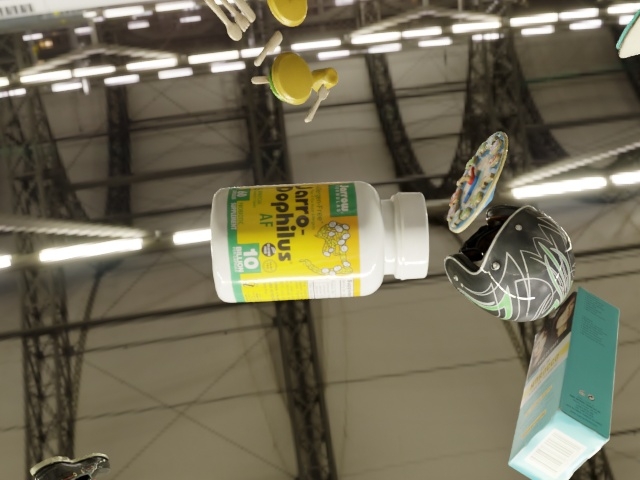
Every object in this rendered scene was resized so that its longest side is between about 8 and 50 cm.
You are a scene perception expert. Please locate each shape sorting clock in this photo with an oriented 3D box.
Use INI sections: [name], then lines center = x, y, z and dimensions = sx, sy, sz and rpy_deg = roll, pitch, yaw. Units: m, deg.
[shape sorting clock]
center = 0.290, -0.110, 1.589
dimensions = 0.040, 0.206, 0.206
rpy_deg = 22, -156, -4

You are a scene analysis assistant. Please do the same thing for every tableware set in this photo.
[tableware set]
center = -0.040, -0.188, 0.768
dimensions = 0.024, 0.154, 0.104
rpy_deg = -9, -137, 47

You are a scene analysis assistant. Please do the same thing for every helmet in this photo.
[helmet]
center = 0.274, 0.033, 1.190
dimensions = 0.169, 0.169, 0.162
rpy_deg = -20, -165, -30

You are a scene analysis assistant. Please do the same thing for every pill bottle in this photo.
[pill bottle]
center = 0.000, 0.000, 0.858
dimensions = 0.209, 0.117, 0.117
rpy_deg = -2, -157, 0

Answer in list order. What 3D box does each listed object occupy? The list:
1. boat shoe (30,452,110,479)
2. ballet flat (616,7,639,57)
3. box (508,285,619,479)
[boat shoe]
center = -0.294, 0.284, 1.023
dimensions = 0.049, 0.042, 0.133
rpy_deg = -38, 161, 8
[ballet flat]
center = 0.431, -0.296, 1.010
dimensions = 0.086, 0.248, 0.086
rpy_deg = 2, -122, -3
[box]
center = 0.280, 0.160, 0.964
dimensions = 0.060, 0.100, 0.244
rpy_deg = 31, -146, 2
